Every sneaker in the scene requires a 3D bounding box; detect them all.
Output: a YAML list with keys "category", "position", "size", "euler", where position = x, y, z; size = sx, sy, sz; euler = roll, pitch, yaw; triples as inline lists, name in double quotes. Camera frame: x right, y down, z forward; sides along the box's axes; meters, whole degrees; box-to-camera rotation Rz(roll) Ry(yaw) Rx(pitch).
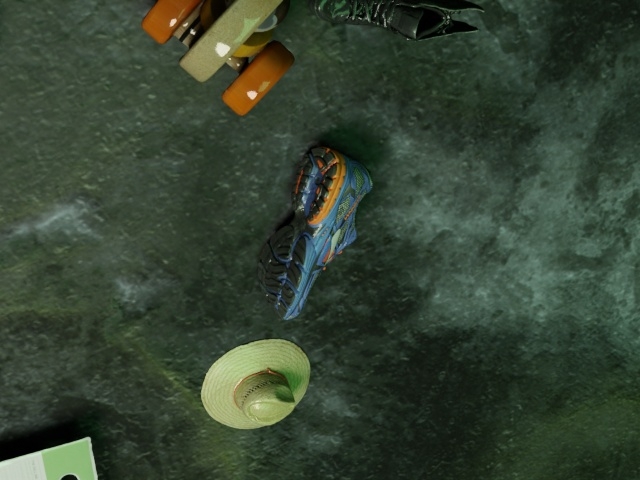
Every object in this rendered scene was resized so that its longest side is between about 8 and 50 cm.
- category: "sneaker"
  position: [0.081, -0.246, 1.534]
  size: [0.170, 0.089, 0.051]
  euler: [-5, 121, -24]
- category: "sneaker"
  position: [0.000, 0.000, 1.656]
  size: [0.087, 0.083, 0.221]
  euler: [6, 120, -38]

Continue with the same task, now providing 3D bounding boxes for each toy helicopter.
- category: "toy helicopter"
  position: [-0.010, -0.294, 1.395]
  size: [0.140, 0.235, 0.355]
  euler: [42, 77, -6]

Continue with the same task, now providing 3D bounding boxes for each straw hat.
- category: "straw hat"
  position: [-0.068, 0.192, 1.751]
  size: [0.144, 0.061, 0.144]
  euler: [-12, 123, -19]

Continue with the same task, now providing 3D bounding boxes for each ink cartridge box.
- category: "ink cartridge box"
  position: [-0.378, 0.311, 1.676]
  size: [0.235, 0.056, 0.171]
  euler: [-16, 125, -19]
